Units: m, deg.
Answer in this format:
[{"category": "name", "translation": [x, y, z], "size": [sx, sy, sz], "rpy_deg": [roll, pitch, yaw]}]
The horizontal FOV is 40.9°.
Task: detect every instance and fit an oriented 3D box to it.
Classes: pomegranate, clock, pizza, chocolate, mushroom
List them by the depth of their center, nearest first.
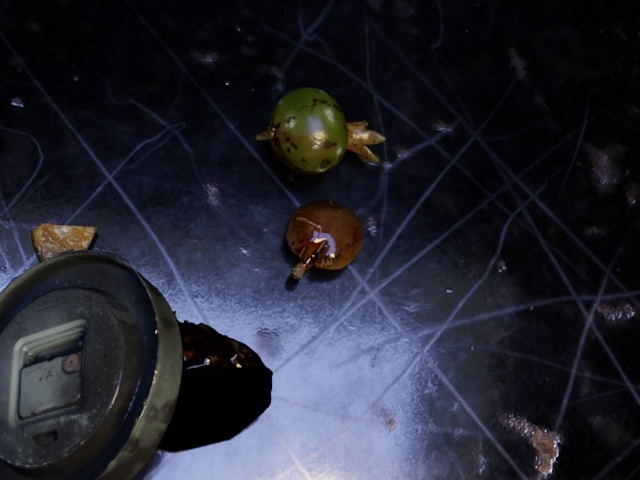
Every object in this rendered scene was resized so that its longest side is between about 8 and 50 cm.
[{"category": "clock", "translation": [-0.370, 0.202, 1.240], "size": [0.386, 0.076, 0.386], "rpy_deg": [-12, 62, 24]}, {"category": "chocolate", "translation": [-0.193, 0.187, 1.342], "size": [0.206, 0.224, 0.177], "rpy_deg": [-11, 50, -14]}, {"category": "pizza", "translation": [-0.418, 0.012, 1.433], "size": [0.108, 0.026, 0.123], "rpy_deg": [-30, 76, -21]}, {"category": "mushroom", "translation": [0.000, -0.001, 1.487], "size": [0.135, 0.080, 0.170], "rpy_deg": [28, 65, 11]}, {"category": "pomegranate", "translation": [0.002, -0.181, 1.532], "size": [0.220, 0.156, 0.156], "rpy_deg": [24, 64, -35]}]
